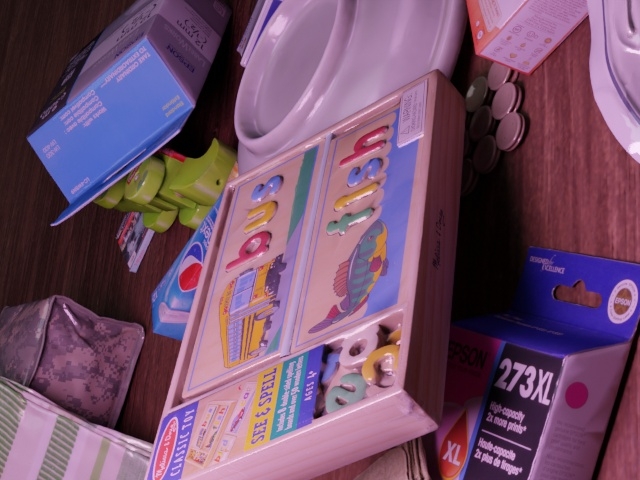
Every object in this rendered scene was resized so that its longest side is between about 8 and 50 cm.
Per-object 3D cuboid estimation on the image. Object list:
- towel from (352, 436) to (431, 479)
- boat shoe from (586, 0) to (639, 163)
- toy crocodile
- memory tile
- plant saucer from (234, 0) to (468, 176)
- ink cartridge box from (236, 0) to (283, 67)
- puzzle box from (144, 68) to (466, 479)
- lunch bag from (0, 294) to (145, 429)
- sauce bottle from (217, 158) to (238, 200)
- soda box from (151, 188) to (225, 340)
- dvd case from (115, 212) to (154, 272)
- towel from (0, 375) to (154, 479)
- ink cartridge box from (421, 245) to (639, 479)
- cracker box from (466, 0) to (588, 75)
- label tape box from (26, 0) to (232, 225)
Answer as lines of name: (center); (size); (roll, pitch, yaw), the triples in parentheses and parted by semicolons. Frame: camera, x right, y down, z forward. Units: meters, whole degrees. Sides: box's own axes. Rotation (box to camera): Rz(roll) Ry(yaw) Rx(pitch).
towel: (0.049, 0.235, 1.191); (0.148, 0.027, 0.110); (-49, 33, 39)
boat shoe: (0.257, -0.156, 1.096); (0.084, 0.095, 0.258); (-53, 32, 42)
toy crocodile: (-0.221, -0.079, 1.972); (0.340, 0.115, 0.105); (-2, 65, 61)
memory tile: (0.145, -0.098, 1.375); (0.148, 0.012, 0.113); (-47, 35, 42)
plant saucer: (0.002, -0.178, 1.567); (0.400, 0.100, 0.400); (-44, 33, 39)
ink cartridge box: (-0.043, -0.323, 1.829); (0.224, 0.045, 0.223); (-109, 42, -77)
puzzle box: (-0.006, 0.040, 1.268); (0.272, 0.052, 0.409); (-27, 33, 29)
lunch bag: (-0.387, 0.238, 2.028); (0.235, 0.169, 0.287); (-13, 57, 59)
sauce bottle: (-0.108, -0.045, 1.807); (0.128, 0.042, 0.042); (-65, 27, 15)
soda box: (-0.129, 0.034, 1.761); (0.210, 0.071, 0.067); (-53, 31, 34)
dvd case: (-0.272, -0.016, 2.144); (0.087, 0.013, 0.119); (-64, 26, 16)
towel: (-0.369, 0.318, 1.849); (0.248, 0.324, 0.038); (-69, -18, 6)
ink cartridge box: (0.141, 0.181, 1.150); (0.175, 0.069, 0.371); (12, 82, 65)
cracker box: (0.218, -0.282, 1.287); (0.232, 0.067, 0.156); (-47, 36, 40)
label tape box: (-0.270, -0.203, 1.975); (0.249, 0.115, 0.348); (-35, 22, 28)
